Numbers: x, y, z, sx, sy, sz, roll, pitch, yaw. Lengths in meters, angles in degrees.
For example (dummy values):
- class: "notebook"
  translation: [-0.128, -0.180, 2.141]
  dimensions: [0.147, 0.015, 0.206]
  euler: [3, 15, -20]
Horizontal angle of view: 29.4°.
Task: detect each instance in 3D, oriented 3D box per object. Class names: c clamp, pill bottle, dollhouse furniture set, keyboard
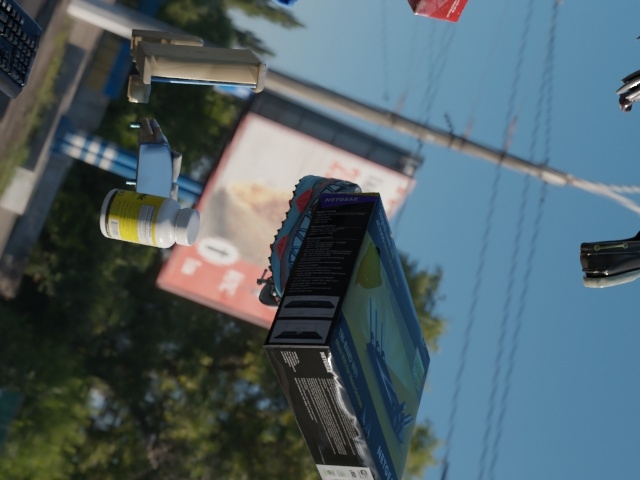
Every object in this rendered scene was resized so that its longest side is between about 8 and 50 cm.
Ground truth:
- class: "c clamp"
  translation: [-0.044, 0.082, 2.177]
  dimensions: [0.137, 0.161, 0.022]
  euler: [-59, 149, -60]
- class: "pill bottle"
  translation: [-0.216, -0.026, 1.554]
  dimensions: [0.065, 0.116, 0.065]
  euler: [11, 90, -77]
- class: "dollhouse furniture set"
  translation: [-0.228, -0.186, 2.113]
  dimensions: [0.286, 0.198, 0.303]
  euler: [-125, -140, -67]
- class: "keyboard"
  translation: [-0.430, -0.323, 1.556]
  dimensions: [0.317, 0.033, 0.201]
  euler: [52, 43, -72]

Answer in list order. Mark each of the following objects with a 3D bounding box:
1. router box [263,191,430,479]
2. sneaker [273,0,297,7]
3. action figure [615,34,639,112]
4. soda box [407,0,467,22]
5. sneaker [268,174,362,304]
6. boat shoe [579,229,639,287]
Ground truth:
- class: "router box"
  translation: [0.043, 0.135, 1.445]
  dimensions: [0.243, 0.081, 0.309]
  euler: [-71, 152, -42]
- class: "sneaker"
  translation: [-0.076, -0.424, 1.881]
  dimensions: [0.240, 0.091, 0.126]
  euler: [9, -100, 62]
- class: "action figure"
  translation: [0.414, -0.158, 1.396]
  dimensions: [0.099, 0.185, 0.285]
  euler: [0, -74, 54]
- class: "soda box"
  translation: [0.238, -0.504, 2.069]
  dimensions: [0.263, 0.092, 0.083]
  euler: [-61, -145, 37]
- class: "sneaker"
  translation: [0.000, 0.000, 1.926]
  dimensions: [0.104, 0.125, 0.262]
  euler: [61, 38, -50]
- class: "boat shoe"
  translation: [0.489, 0.011, 1.804]
  dimensions: [0.081, 0.228, 0.068]
  euler: [-168, -115, -72]
